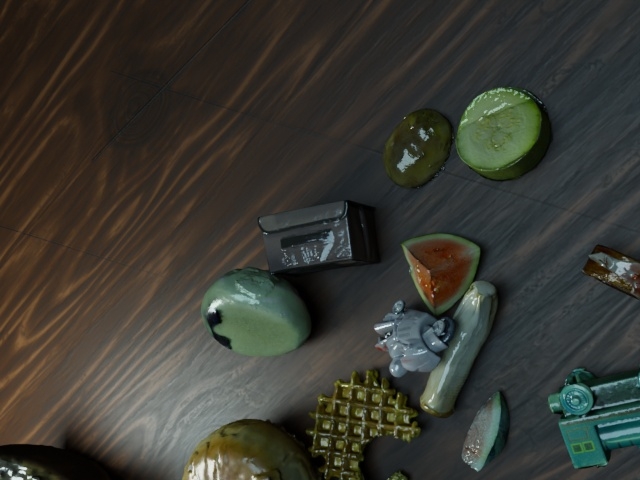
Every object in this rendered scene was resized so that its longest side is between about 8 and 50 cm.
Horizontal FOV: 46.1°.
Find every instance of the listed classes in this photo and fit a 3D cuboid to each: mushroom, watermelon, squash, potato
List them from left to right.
[{"bbox_3d":[0.228,-0.222,1.807,0.164,0.081,0.200,37,109,22],"label":"potato"},{"bbox_3d":[0.282,0.080,1.773,0.193,0.137,0.145,4,127,28],"label":"watermelon"},{"bbox_3d":[0.321,0.253,1.729,0.095,0.123,0.351,22,106,15],"label":"mushroom"},{"bbox_3d":[0.387,0.438,1.727,0.094,0.081,0.180,29,87,41],"label":"watermelon"},{"bbox_3d":[0.400,-0.247,1.694,0.220,0.133,0.220,-4,83,31],"label":"squash"}]

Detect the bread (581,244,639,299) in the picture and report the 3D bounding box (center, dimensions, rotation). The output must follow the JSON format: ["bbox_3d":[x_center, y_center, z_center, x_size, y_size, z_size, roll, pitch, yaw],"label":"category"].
[{"bbox_3d":[0.627,0.069,1.549,0.160,0.160,0.073,28,92,25],"label":"bread"}]

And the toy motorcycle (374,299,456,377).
[{"bbox_3d":[0.207,0.238,1.744,0.260,0.110,0.171,1,59,61],"label":"toy motorcycle"}]

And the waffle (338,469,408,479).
[{"bbox_3d":[0.128,0.620,1.870,0.194,0.051,0.149,-5,89,28],"label":"waffle"}]

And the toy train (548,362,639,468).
[{"bbox_3d":[0.639,0.355,1.568,0.298,0.120,0.194,-20,88,26],"label":"toy train"}]

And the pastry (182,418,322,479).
[{"bbox_3d":[-0.167,0.655,1.916,0.409,0.245,0.409,1,92,31],"label":"pastry"}]

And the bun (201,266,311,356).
[{"bbox_3d":[-0.158,0.164,1.940,0.293,0.293,0.187,-12,48,27],"label":"bun"}]

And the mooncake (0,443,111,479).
[{"bbox_3d":[-0.812,0.767,2.175,0.394,0.393,0.246,-153,73,-64],"label":"mooncake"}]

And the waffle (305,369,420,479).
[{"bbox_3d":[0.095,0.467,1.864,0.293,0.069,0.260,-48,61,8],"label":"waffle"}]

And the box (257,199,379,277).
[{"bbox_3d":[0.000,0.000,1.870,0.252,0.188,0.153,-11,82,25],"label":"box"}]
